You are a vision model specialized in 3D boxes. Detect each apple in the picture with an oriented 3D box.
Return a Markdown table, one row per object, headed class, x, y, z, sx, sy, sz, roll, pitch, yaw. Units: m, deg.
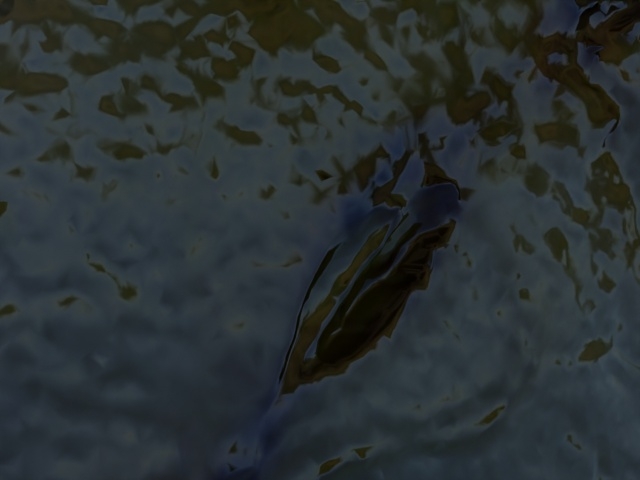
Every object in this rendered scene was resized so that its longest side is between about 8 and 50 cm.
| class | x | y | z | sx | sy | sz | roll | pitch | yaw |
| --- | --- | --- | --- | --- | --- | --- | --- | --- | --- |
| apple | 0.000 | 0.000 | 0.408 | 0.329 | 0.365 | 0.295 | 29 | 159 | 17 |
